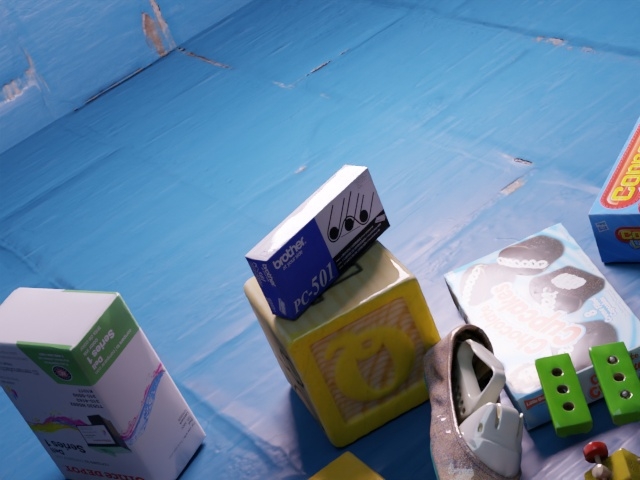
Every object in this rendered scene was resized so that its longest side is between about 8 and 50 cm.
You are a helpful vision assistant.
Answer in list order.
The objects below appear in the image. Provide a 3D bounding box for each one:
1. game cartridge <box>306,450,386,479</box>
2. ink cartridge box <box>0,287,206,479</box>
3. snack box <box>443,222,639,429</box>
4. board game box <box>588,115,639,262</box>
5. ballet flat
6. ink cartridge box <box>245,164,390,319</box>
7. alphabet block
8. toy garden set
[{"bbox_3d":[0.014,0.400,1.441,0.285,0.053,0.323,-34,34,-18],"label":"game cartridge"},{"bbox_3d":[-0.312,0.205,1.747,0.201,0.278,0.117,1,40,36],"label":"ink cartridge box"},{"bbox_3d":[0.298,0.105,1.699,0.187,0.060,0.322,-24,30,0],"label":"snack box"},{"bbox_3d":[0.572,-0.093,1.802,0.301,0.086,0.308,0,37,34],"label":"board game box"},{"bbox_3d":[0.185,0.210,1.523,0.106,0.107,0.316,-51,28,26],"label":"ballet flat"},{"bbox_3d":[0.000,0.000,1.662,0.046,0.097,0.207,10,44,45],"label":"ink cartridge box"},{"bbox_3d":[0.037,0.123,1.724,0.193,0.192,0.197,-30,31,-8],"label":"alphabet block"},{"bbox_3d":[0.390,0.202,1.475,0.244,0.049,0.204,-11,43,1],"label":"toy garden set"}]
